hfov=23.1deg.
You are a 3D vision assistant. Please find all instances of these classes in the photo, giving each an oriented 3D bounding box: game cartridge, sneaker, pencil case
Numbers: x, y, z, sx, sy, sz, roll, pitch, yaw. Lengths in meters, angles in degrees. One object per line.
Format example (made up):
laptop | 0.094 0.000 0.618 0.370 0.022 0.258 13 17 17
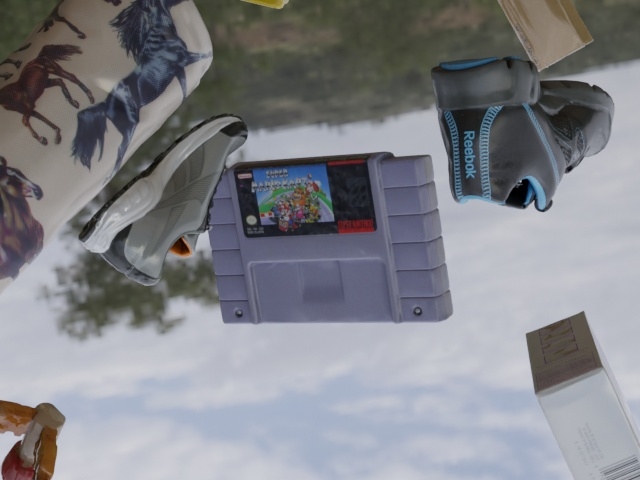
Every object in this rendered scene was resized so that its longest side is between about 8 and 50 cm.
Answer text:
game cartridge | 0.000 0.000 2.117 0.355 0.230 0.068 -3 -164 33
sneaker | 0.200 -0.096 1.564 0.125 0.139 0.341 -2 178 31
sneaker | -0.159 -0.047 1.756 0.100 0.108 0.271 -38 -171 48
pencil case | -0.265 -0.097 1.451 0.184 0.160 0.410 4 -131 50

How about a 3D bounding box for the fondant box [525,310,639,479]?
fondant box | 0.362 0.245 2.047 0.096 0.238 0.330 -24 -173 8

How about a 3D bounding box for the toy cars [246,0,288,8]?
toy cars | -0.098 -0.438 1.676 0.176 0.393 0.087 -26 -179 13

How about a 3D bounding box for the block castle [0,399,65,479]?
block castle | -0.620 0.379 2.360 0.453 0.212 0.303 13 -140 -18

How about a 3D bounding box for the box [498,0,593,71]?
box | 0.303 -0.350 2.248 0.021 0.201 0.164 -30 -178 -17
